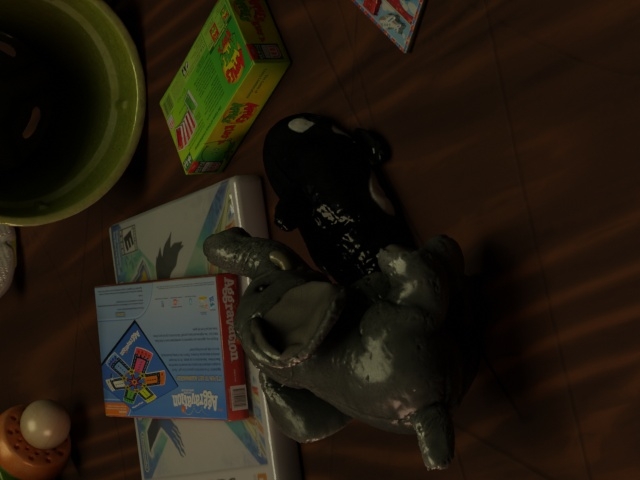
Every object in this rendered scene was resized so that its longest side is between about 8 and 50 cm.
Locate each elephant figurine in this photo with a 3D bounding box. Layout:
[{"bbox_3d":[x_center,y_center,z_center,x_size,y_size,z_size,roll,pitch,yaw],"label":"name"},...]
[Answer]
[{"bbox_3d":[0.001,0.082,1.524,0.239,0.186,0.169,-4,102,17],"label":"elephant figurine"}]

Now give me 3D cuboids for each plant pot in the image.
[{"bbox_3d":[-0.360,-0.159,2.103,0.254,0.276,0.276,-172,79,-70],"label":"plant pot"}]

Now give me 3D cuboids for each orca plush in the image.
[{"bbox_3d":[0.000,0.000,1.650,0.151,0.102,0.287,-48,54,50],"label":"orca plush"}]

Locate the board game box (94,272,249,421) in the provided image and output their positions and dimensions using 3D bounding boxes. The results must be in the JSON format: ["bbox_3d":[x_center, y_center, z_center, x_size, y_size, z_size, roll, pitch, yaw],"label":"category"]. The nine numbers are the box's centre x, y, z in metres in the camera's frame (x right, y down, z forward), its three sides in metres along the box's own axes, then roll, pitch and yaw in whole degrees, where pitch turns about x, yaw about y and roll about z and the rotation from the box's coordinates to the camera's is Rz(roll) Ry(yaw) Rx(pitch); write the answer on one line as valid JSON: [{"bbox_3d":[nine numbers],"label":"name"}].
[{"bbox_3d":[-0.157,0.111,1.922,0.281,0.027,0.145,-6,87,58],"label":"board game box"}]

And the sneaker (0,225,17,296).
[{"bbox_3d":[-0.449,-0.023,2.415,0.126,0.091,0.240,119,138,-68],"label":"sneaker"}]

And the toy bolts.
[{"bbox_3d":[-0.353,0.312,2.192,0.228,0.218,0.158,54,133,14],"label":"toy bolts"}]

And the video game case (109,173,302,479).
[{"bbox_3d":[-0.125,0.119,1.930,0.300,0.036,0.329,-18,78,57],"label":"video game case"}]

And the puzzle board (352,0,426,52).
[{"bbox_3d":[0.056,-0.235,1.620,0.128,0.011,0.096,50,134,43],"label":"puzzle board"}]

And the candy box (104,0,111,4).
[{"bbox_3d":[-0.259,-0.367,2.099,0.105,0.027,0.206,-39,61,50],"label":"candy box"}]

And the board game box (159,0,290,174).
[{"bbox_3d":[-0.097,-0.155,1.845,0.181,0.043,0.092,-54,50,47],"label":"board game box"}]
